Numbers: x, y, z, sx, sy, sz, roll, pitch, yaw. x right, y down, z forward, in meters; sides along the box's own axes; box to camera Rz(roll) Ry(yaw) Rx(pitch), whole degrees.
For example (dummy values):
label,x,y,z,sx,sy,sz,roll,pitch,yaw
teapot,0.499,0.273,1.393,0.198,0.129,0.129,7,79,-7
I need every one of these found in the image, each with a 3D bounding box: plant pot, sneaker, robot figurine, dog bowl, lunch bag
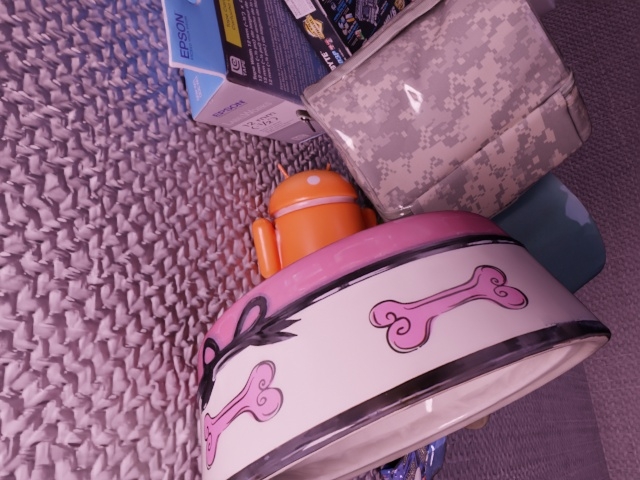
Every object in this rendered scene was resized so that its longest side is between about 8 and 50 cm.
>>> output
label,x,y,z,sx,sy,sz,roll,pitch,yaw
plant pot,0.239,0.029,0.896,0.293,0.235,0.293,47,-8,8
sneaker,0.127,0.367,0.852,0.087,0.083,0.221,13,69,-10
robot figurine,-0.001,0.000,0.771,0.128,0.158,0.219,32,45,-77
dog bowl,0.060,0.127,0.577,0.408,0.408,0.150,17,43,-54
lunch bag,0.153,-0.175,0.732,0.256,0.305,0.212,47,12,-35

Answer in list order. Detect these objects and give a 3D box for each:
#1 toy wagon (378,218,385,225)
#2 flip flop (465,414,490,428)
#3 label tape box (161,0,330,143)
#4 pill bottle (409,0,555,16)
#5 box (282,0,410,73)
label,x,y,z,sx,sy,sz,roll,pitch,yaw
toy wagon,0.192,-0.043,1.117,0.267,0.068,0.344,0,62,-58
flip flop,0.182,0.230,0.894,0.277,0.112,0.080,54,51,-32
label tape box,-0.113,-0.281,0.750,0.348,0.115,0.249,-1,77,-56
pill bottle,0.193,-0.417,1.030,0.224,0.392,0.224,32,50,-47
box,0.043,-0.356,0.833,0.175,0.051,0.220,50,50,-33
